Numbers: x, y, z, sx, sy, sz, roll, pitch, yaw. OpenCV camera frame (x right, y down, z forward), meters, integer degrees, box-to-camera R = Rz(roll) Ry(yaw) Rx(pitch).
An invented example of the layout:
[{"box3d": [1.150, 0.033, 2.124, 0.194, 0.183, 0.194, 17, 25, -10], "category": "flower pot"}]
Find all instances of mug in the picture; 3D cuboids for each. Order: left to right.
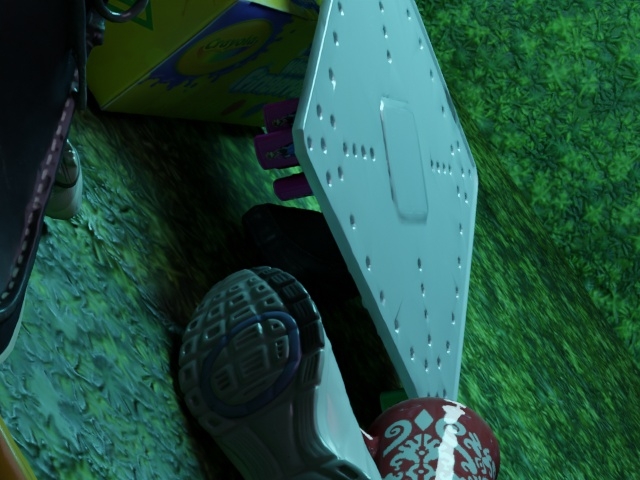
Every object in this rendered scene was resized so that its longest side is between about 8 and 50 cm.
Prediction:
[{"box3d": [0.062, 0.209, 1.299, 0.169, 0.150, 0.113, -75, 165, -66], "category": "mug"}]

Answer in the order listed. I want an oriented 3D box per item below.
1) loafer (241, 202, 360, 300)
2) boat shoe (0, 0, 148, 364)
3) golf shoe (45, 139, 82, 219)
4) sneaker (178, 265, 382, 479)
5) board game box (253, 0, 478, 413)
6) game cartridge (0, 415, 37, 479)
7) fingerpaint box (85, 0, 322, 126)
[{"box3d": [0.000, 0.000, 1.553, 0.076, 0.078, 0.223, 61, 16, 24], "category": "loafer"}, {"box3d": [-0.194, -0.162, 0.938, 0.187, 0.156, 0.500, 28, 53, -43], "category": "boat shoe"}, {"box3d": [-0.214, -0.086, 1.155, 0.086, 0.069, 0.176, 72, -7, -69], "category": "golf shoe"}, {"box3d": [-0.015, 0.151, 1.186, 0.129, 0.111, 0.297, 61, 7, -57], "category": "sneaker"}, {"box3d": [0.055, -0.068, 1.522, 0.390, 0.050, 0.390, -79, 153, -45], "category": "board game box"}, {"box3d": [-0.108, 0.154, 0.684, 0.323, 0.053, 0.285, 62, -12, 11], "category": "game cartridge"}, {"box3d": [-0.151, -0.299, 1.576, 0.371, 0.163, 0.445, 56, 16, 8], "category": "fingerpaint box"}]
